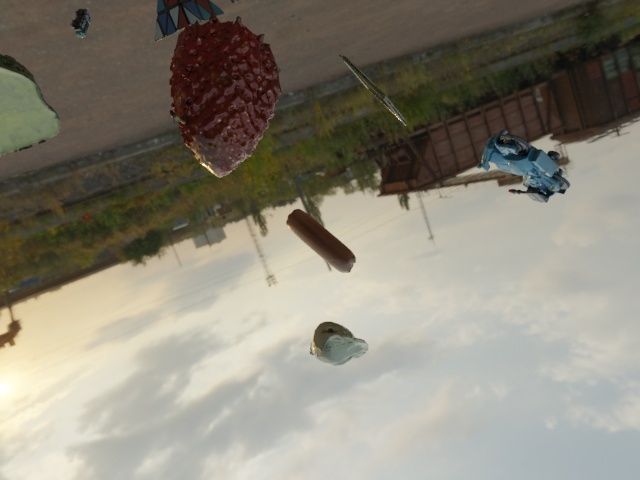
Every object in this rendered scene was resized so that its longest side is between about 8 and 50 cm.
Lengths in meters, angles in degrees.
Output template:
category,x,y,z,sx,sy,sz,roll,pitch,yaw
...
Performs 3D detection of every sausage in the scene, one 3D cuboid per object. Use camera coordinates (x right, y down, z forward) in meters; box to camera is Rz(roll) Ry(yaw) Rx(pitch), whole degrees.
category,x,y,z,sx,sy,sz,roll,pitch,yaw
sausage,0.001,0.000,1.586,0.086,0.289,0.086,-44,165,-16

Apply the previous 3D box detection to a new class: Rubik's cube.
category,x,y,z,sx,sy,sz,roll,pitch,yaw
Rubik's cube,-0.489,-0.833,1.670,0.284,0.250,0.234,-20,-134,-6

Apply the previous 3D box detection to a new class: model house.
category,x,y,z,sx,sy,sz,roll,pitch,yaw
model house,-0.914,-0.441,1.320,0.261,0.266,0.321,-23,150,-8

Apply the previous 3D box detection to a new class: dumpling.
category,x,y,z,sx,sy,sz,roll,pitch,yaw
dumpling,0.053,0.275,1.227,0.155,0.111,0.181,17,176,-21

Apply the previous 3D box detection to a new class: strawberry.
category,x,y,z,sx,sy,sz,roll,pitch,yaw
strawberry,-0.240,-0.336,1.097,0.292,0.292,0.343,-16,-132,30

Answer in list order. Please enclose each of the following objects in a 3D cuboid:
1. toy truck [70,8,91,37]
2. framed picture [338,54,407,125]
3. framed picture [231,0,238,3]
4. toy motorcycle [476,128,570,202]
category,x,y,z,sx,sy,sz,roll,pitch,yaw
toy truck,-0.718,-0.655,1.422,0.039,0.083,0.044,-1,154,5
framed picture,0.174,-0.474,1.495,0.017,0.217,0.274,-45,162,15
framed picture,-0.300,-0.851,1.280,0.022,0.335,0.247,-14,-135,34
toy motorcycle,0.530,-0.199,1.248,0.124,0.272,0.182,-61,-154,-5
